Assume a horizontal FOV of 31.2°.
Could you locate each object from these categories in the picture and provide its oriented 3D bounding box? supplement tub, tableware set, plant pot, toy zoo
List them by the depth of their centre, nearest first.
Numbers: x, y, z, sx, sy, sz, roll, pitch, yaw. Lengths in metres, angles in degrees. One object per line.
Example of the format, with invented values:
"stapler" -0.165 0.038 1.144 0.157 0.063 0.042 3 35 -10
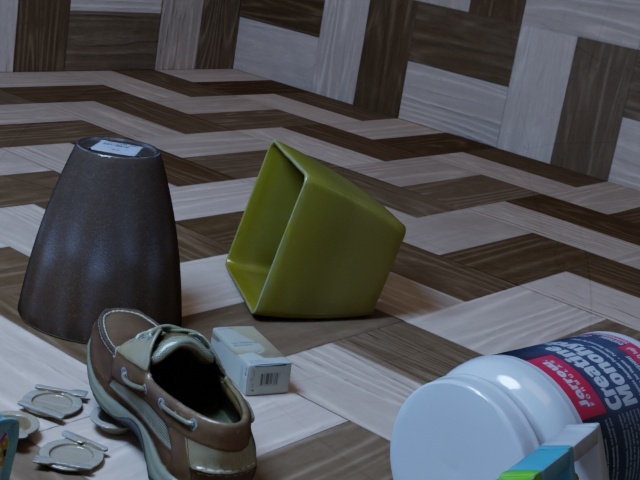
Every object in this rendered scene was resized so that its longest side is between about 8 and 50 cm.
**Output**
"toy zoo" 0.193 0.256 0.894 0.030 0.192 0.293 -7 -1 27
"supplement tub" 0.222 0.199 1.132 0.272 0.191 0.191 -6 23 -43
"tableware set" -0.268 0.190 1.193 0.141 0.020 0.168 14 17 14
"plant pot" -0.275 -0.011 1.490 0.215 0.230 0.215 8 16 -2
"plant pot" 0.000 0.000 1.679 0.187 0.212 0.212 17 13 -20

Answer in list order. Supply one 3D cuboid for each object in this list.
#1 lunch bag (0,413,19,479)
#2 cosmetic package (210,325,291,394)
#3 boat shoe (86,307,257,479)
"lunch bag" -0.387 0.201 0.858 0.223 0.160 0.262 13 11 10
"cosmetic package" -0.087 0.145 1.402 0.060 0.041 0.115 -1 20 -30
"boat shoe" -0.146 0.146 1.177 0.122 0.120 0.324 -1 26 -33
